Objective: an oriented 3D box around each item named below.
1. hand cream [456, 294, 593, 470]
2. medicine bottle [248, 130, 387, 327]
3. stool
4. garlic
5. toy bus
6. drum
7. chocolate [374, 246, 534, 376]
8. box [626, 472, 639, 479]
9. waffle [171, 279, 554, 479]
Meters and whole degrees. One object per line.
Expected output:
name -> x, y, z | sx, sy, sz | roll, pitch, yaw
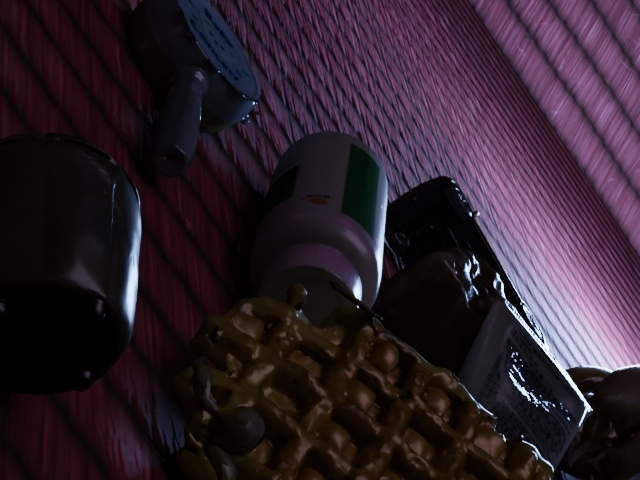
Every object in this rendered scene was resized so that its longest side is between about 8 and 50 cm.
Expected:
hand cream -> 0.126, 0.148, 1.240 | 0.124, 0.077, 0.341 | 50, 27, -3
medicine bottle -> 0.000, 0.000, 1.213 | 0.095, 0.095, 0.260 | 53, 14, -14
stool -> -0.130, 0.012, 0.787 | 0.096, 0.096, 0.110 | 45, 24, -38
garlic -> 0.313, 0.196, 1.670 | 0.191, 0.160, 0.214 | 48, 19, -46
toy bus -> 0.135, 0.038, 1.579 | 0.194, 0.083, 0.088 | 61, 12, 8
drum -> -0.106, -0.124, 1.217 | 0.130, 0.049, 0.253 | 56, 15, -5
chocolate -> 0.138, 0.111, 1.421 | 0.214, 0.093, 0.148 | 59, 17, 9
box -> 0.268, 0.259, 1.362 | 0.133, 0.182, 0.099 | 62, 15, 7
waffle -> 0.042, 0.146, 0.944 | 0.262, 0.060, 0.281 | 9, 43, -34
